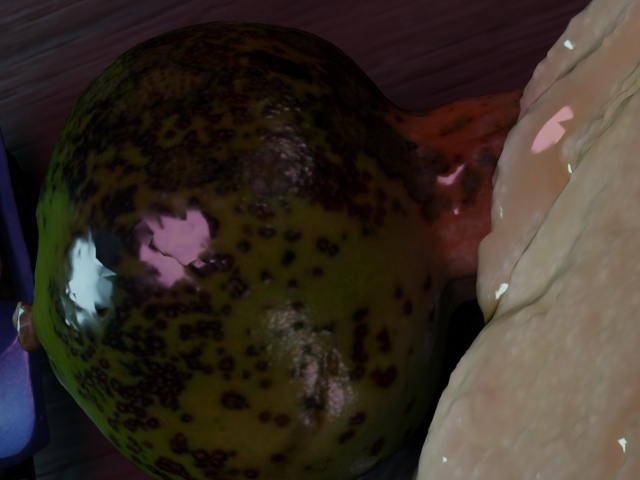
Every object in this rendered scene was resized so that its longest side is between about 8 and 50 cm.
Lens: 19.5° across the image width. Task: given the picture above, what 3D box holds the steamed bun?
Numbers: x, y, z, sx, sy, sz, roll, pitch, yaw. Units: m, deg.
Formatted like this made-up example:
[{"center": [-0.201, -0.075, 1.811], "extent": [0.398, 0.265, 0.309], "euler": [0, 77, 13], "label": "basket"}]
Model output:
[{"center": [0.197, 0.025, 0.682], "extent": [0.325, 0.230, 0.372], "euler": [-24, 43, 46], "label": "steamed bun"}]

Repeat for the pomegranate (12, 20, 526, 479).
[{"center": [-0.001, 0.001, 0.873], "extent": [0.204, 0.277, 0.222], "euler": [-24, 82, 65], "label": "pomegranate"}]

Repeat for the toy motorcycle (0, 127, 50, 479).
[{"center": [-0.229, 0.052, 0.954], "extent": [0.125, 0.213, 0.358], "euler": [-25, 64, 22], "label": "toy motorcycle"}]
